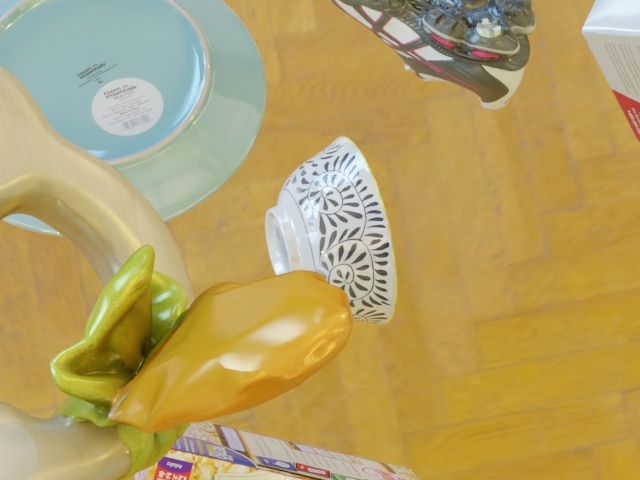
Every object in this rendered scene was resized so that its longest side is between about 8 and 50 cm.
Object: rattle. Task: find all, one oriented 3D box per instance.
[{"bbox_3d":[-0.096,-0.024,0.422,0.130,0.143,0.200,-20,81,-23],"label":"rattle"}]

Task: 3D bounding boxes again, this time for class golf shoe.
[{"bbox_3d":[0.080,-0.219,1.411,0.273,0.120,0.105,33,58,25],"label":"golf shoe"}]

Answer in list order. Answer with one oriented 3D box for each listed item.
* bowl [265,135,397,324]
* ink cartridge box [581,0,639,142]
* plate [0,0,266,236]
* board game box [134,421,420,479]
[{"bbox_3d":[0.000,0.000,1.249,0.080,0.170,0.170,-13,83,-15],"label":"bowl"},{"bbox_3d":[0.283,-0.133,0.901,0.176,0.128,0.127,14,65,38],"label":"ink cartridge box"},{"bbox_3d":[-0.123,-0.087,0.783,0.188,0.024,0.188,1,59,-2],"label":"plate"},{"bbox_3d":[-0.022,0.161,0.939,0.193,0.147,0.045,14,91,-8],"label":"board game box"}]
